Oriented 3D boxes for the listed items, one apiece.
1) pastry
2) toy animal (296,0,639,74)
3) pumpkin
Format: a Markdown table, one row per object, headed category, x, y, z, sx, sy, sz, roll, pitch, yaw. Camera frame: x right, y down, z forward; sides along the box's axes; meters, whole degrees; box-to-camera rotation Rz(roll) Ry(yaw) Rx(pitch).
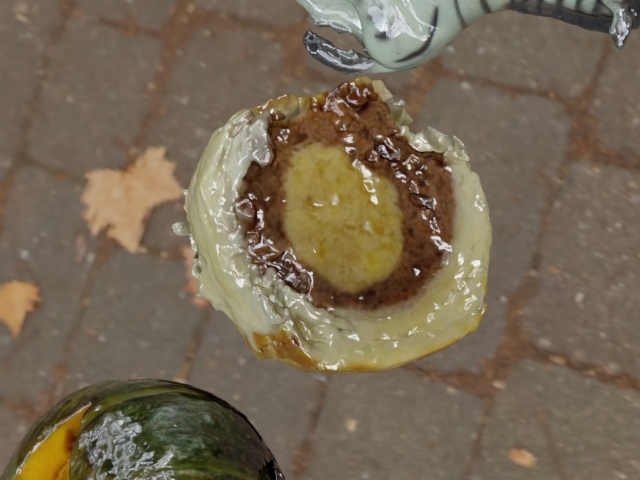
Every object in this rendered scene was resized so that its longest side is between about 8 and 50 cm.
| category | x | y | z | sx | sy | sz | roll | pitch | yaw |
| --- | --- | --- | --- | --- | --- | --- | --- | --- | --- |
| pastry | 0.008 | 0.004 | 1.394 | 0.170 | 0.256 | 0.237 | -32 | 78 | 51 |
| toy animal | 0.089 | -0.162 | 1.050 | 0.217 | 0.073 | 0.176 | -32 | 97 | 21 |
| pumpkin | -0.104 | 0.197 | 1.010 | 0.238 | 0.159 | 0.238 | -21 | 63 | 49 |
